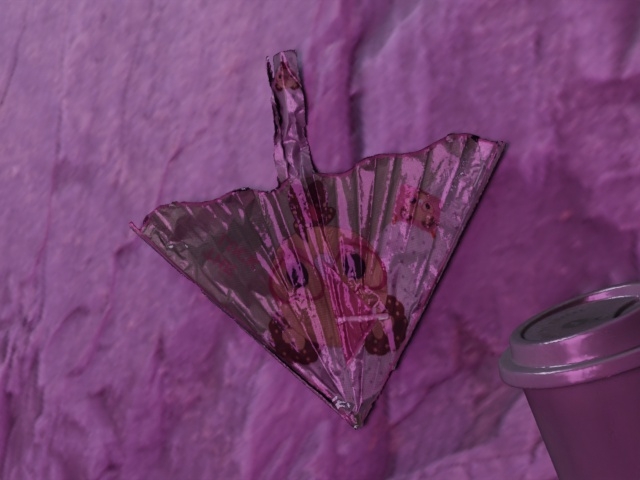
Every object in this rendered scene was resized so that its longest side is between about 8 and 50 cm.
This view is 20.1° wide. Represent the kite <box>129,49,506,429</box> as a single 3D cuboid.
[{"bbox_3d":[0.000,0.000,1.255,0.323,0.013,0.267,-14,90,34],"label":"kite"}]

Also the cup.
[{"bbox_3d":[0.180,0.106,1.089,0.120,0.120,0.141,-13,103,36],"label":"cup"}]
